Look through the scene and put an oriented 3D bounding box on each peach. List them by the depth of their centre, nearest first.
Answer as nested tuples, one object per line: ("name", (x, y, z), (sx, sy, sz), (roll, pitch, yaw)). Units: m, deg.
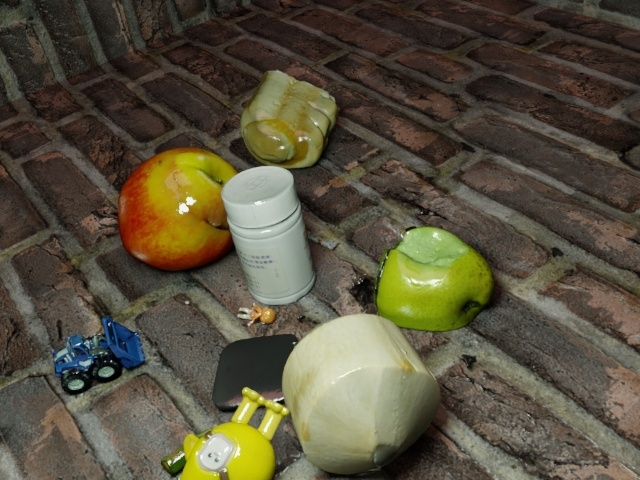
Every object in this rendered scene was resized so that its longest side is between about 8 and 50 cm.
("peach", (-0.387, -0.080, 2.007), (0.369, 0.370, 0.370), (-7, 39, 6))

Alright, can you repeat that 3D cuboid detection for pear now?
("pear", (0.291, 0.092, 1.750), (0.292, 0.160, 0.292), (-5, 40, 4))

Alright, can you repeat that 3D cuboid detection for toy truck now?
("toy truck", (-0.545, 0.272, 1.757), (0.208, 0.126, 0.113), (-20, 39, -12))

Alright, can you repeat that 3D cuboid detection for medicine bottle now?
("medicine bottle", (-0.129, -0.014, 1.838), (0.189, 0.332, 0.190), (-7, 39, 6))

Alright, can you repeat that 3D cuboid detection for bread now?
("bread", (-0.112, -0.365, 2.373), (0.300, 0.210, 0.341), (17, 49, 0))

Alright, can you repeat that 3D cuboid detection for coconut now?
("coconut", (0.080, 0.309, 1.435), (0.322, 0.323, 0.323), (-7, 39, 6))

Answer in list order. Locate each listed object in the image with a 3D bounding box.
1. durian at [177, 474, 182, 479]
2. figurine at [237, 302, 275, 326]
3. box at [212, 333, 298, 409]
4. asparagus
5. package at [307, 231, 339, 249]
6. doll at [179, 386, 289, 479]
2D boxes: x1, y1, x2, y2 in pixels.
("durian", (-0.245, 0.491, 1.433), (0.086, 0.100, 0.215), (16, 53, 25))
("figurine", (-0.167, 0.189, 1.834), (0.109, 0.047, 0.064), (3, 69, 27))
("box", (-0.148, 0.305, 1.684), (0.201, 0.042, 0.213), (-8, 38, 5))
("asparagus", (-0.260, 0.438, 1.551), (0.178, 0.041, 0.045), (-34, 52, -27))
("package", (0.000, 0.000, 2.044), (0.110, 0.015, 0.037), (19, 42, 31))
("doll", (-0.194, 0.463, 1.374), (0.199, 0.145, 0.363), (25, 71, 13))
